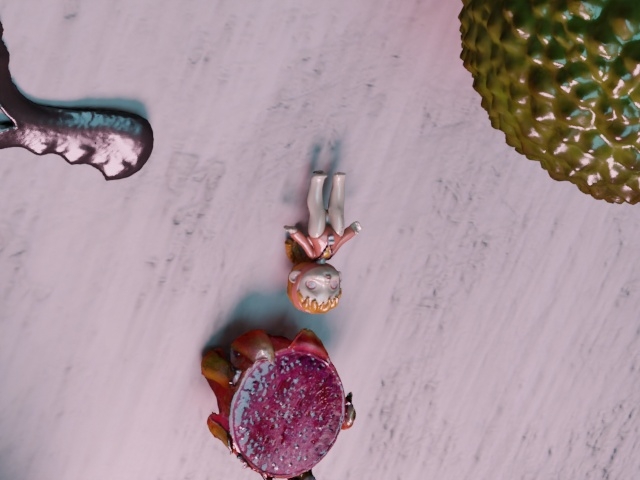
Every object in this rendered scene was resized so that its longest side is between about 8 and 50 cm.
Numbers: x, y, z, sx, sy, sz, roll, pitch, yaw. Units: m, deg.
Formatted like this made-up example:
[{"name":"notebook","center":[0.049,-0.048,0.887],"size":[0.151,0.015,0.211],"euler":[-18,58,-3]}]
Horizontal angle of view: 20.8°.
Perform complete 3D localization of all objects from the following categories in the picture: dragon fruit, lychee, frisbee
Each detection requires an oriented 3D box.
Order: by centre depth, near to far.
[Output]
[{"name":"frisbee","center":[-0.212,-0.087,1.096],"size":[0.211,0.012,0.187],"euler":[-21,129,-18]},{"name":"lychee","center":[0.221,-0.157,1.163],"size":[0.270,0.320,0.270],"euler":[0,109,1]},{"name":"dragon fruit","center":[-0.036,0.119,1.318],"size":[0.126,0.068,0.112],"euler":[42,82,-31]}]

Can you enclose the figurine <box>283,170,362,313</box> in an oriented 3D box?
[{"name":"figurine","center":[0.000,0.000,1.272],"size":[0.064,0.047,0.109],"euler":[-2,112,-24]}]
